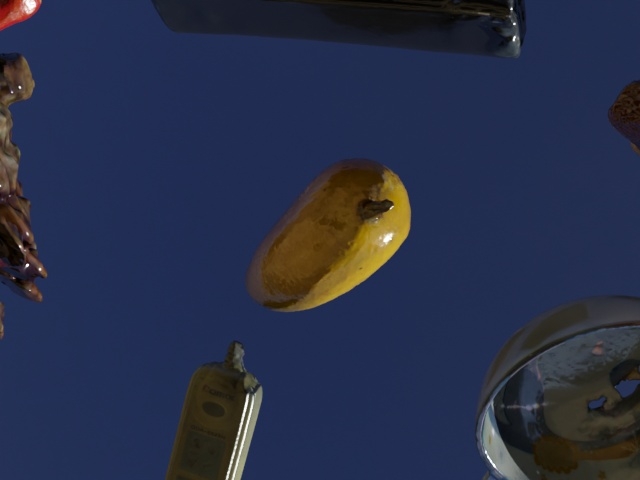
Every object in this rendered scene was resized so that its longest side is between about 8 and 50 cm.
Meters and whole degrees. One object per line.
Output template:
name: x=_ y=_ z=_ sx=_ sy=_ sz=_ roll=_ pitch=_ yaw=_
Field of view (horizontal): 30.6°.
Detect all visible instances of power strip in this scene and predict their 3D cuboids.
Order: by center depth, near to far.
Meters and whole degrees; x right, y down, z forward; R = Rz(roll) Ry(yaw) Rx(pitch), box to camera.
power strip: x=-0.155 y=0.315 z=1.502 sx=0.092 sy=0.066 sz=0.388 roll=16 pitch=-86 yaw=13

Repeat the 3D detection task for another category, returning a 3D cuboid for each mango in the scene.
mango: x=0.000 y=0.000 z=1.301 sx=0.119 sy=0.176 sz=0.317 roll=42 pitch=-33 yaw=-11

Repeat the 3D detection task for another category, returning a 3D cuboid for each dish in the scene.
dish: x=0.222 y=0.117 z=0.941 sx=0.236 sy=0.228 sz=0.086 roll=-23 pitch=-141 yaw=13

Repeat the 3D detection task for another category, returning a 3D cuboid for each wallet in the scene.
wallet: x=0.002 y=-0.278 z=1.197 sx=0.406 sy=0.228 sz=0.062 roll=8 pitch=-119 yaw=18

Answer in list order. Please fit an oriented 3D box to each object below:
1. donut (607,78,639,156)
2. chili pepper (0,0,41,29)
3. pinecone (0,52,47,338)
donut: x=0.428 y=-0.176 z=1.222 sx=0.295 sy=0.112 sz=0.151 roll=-55 pitch=-137 yaw=28
chili pepper: x=-0.295 y=-0.197 z=0.993 sx=0.191 sy=0.050 sz=0.059 roll=-21 pitch=-109 yaw=-8
pinecone: x=-0.302 y=-0.037 z=0.670 sx=0.298 sy=0.295 sz=0.242 roll=38 pitch=-56 yaw=49
